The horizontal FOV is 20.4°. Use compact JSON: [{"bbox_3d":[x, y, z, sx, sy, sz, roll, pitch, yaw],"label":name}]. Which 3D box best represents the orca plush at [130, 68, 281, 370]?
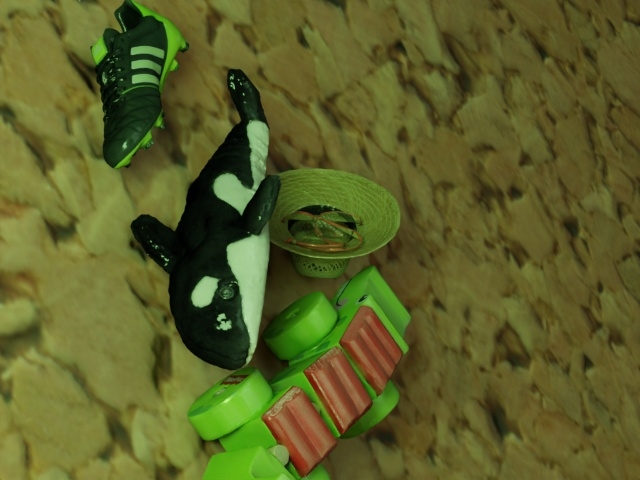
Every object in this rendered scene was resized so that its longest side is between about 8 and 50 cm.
[{"bbox_3d":[-0.095,-0.022,1.403,0.102,0.151,0.287,13,57,-10],"label":"orca plush"}]

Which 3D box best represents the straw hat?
[{"bbox_3d":[0.000,0.000,1.532,0.144,0.144,0.061,-50,150,-52],"label":"straw hat"}]

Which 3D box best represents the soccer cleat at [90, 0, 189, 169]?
[{"bbox_3d":[-0.157,-0.126,1.429,0.072,0.060,0.179,35,38,-20],"label":"soccer cleat"}]

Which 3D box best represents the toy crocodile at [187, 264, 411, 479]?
[{"bbox_3d":[-0.003,0.124,1.420,0.115,0.105,0.340,57,36,-10],"label":"toy crocodile"}]
